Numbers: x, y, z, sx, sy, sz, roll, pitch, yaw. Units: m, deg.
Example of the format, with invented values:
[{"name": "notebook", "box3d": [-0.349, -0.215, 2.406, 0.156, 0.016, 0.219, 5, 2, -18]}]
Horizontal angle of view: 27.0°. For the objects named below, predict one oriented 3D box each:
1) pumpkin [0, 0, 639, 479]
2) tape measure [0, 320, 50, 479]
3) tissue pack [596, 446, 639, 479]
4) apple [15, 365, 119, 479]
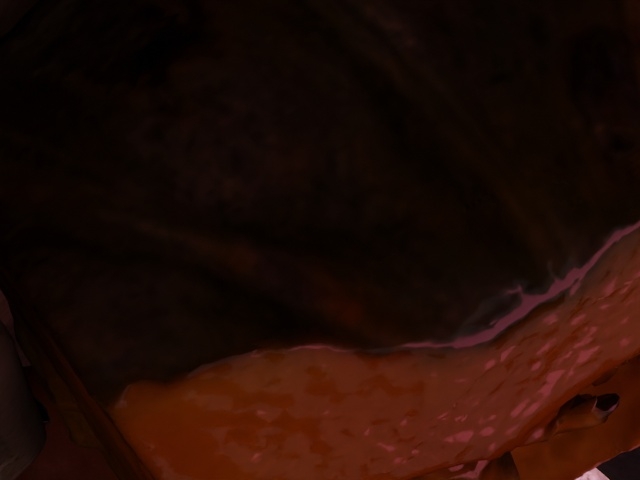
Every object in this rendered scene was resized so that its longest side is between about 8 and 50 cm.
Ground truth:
[{"name": "pumpkin", "box3d": [0.000, 0.000, 0.499, 0.225, 0.256, 0.303, -31, 146, -15]}, {"name": "tape measure", "box3d": [-0.187, 0.099, 0.458, 0.207, 0.115, 0.235, -49, 173, -19]}, {"name": "tissue pack", "box3d": [0.173, -0.041, 0.760, 0.288, 0.394, 0.124, -51, 173, 7]}, {"name": "apple", "box3d": [-0.170, 0.177, 0.748, 0.235, 0.173, 0.210, -33, 165, -29]}]
